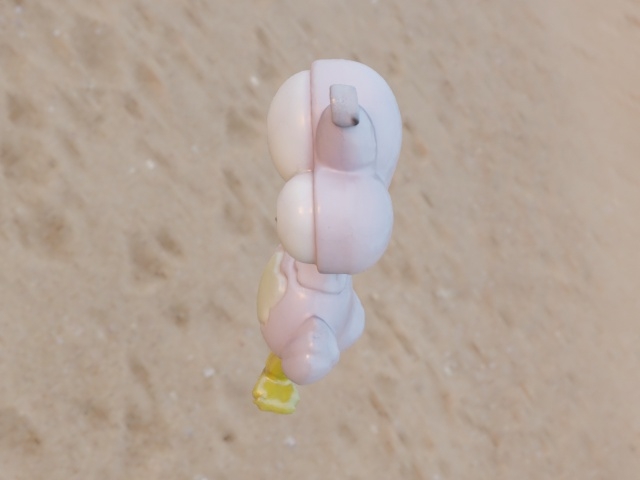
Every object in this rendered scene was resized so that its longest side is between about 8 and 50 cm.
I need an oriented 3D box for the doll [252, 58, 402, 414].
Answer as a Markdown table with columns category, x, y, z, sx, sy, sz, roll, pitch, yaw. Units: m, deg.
| category | x | y | z | sx | sy | sz | roll | pitch | yaw |
| --- | --- | --- | --- | --- | --- | --- | --- | --- | --- |
| doll | 0.001 | 0.000 | 1.062 | 0.365 | 0.094 | 0.160 | 98 | -3 | -57 |
